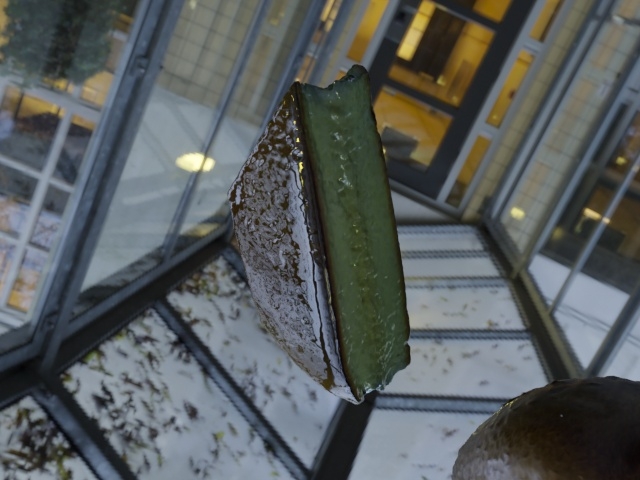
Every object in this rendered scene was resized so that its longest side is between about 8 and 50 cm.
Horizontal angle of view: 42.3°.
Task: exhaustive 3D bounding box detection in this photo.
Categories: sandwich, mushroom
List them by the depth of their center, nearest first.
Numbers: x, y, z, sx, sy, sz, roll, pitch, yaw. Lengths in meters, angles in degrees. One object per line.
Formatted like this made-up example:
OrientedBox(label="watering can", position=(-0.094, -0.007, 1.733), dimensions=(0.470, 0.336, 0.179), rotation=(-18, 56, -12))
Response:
OrientedBox(label="sandwich", position=(0.000, 0.000, 0.612), dimensions=(0.096, 0.258, 0.094), rotation=(8, -151, 37))
OrientedBox(label="mushroom", position=(0.232, 0.200, 0.667), dimensions=(0.253, 0.253, 0.153), rotation=(20, -123, -16))
